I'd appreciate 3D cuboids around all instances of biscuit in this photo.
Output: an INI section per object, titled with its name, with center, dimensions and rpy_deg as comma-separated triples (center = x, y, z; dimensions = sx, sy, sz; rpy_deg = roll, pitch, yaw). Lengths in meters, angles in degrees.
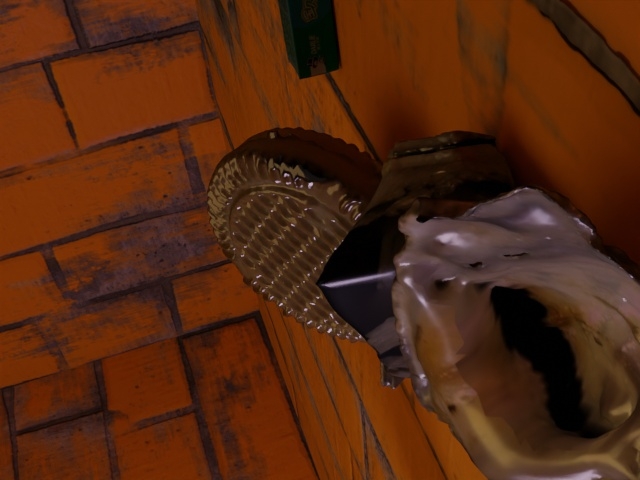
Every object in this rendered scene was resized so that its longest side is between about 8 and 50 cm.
[biscuit]
center = 0.000, 0.000, 0.764
dimensions = 0.259, 0.079, 0.259
rpy_deg = 25, 143, 20

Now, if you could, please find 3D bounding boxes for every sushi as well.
[sushi]
center = 0.086, 0.024, 0.608
dimensions = 0.273, 0.134, 0.109
rpy_deg = 61, -161, -59

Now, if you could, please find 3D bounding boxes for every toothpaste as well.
[toothpaste]
center = -0.027, -0.304, 0.838
dimensions = 0.065, 0.050, 0.267
rpy_deg = -120, 16, -52

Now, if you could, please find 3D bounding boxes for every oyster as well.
[oyster]
center = 0.125, 0.074, 0.450
dimensions = 0.275, 0.100, 0.271
rpy_deg = 65, 164, -17
